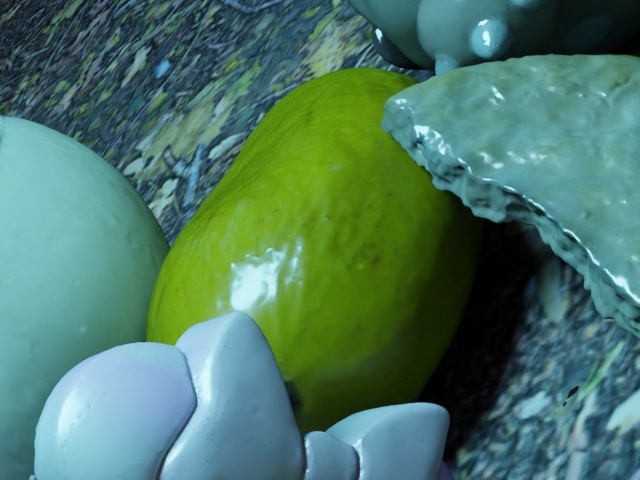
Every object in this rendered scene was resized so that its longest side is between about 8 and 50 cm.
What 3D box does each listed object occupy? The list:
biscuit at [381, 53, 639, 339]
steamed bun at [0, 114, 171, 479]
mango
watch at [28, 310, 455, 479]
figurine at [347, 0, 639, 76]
[{"bbox_3d":[0.146,-0.030,0.721,0.133,0.032,0.250,-31,45,-16],"label":"biscuit"},{"bbox_3d":[-0.225,0.112,0.952,0.374,0.241,0.374,-45,21,22],"label":"steamed bun"},{"bbox_3d":[0.006,-0.002,0.865,0.195,0.142,0.332,-29,24,31],"label":"mango"},{"bbox_3d":[-0.074,0.183,0.681,0.217,0.211,0.248,-35,34,46],"label":"watch"},{"bbox_3d":[0.086,-0.217,0.966,0.248,0.203,0.380,-42,24,-8],"label":"figurine"}]
